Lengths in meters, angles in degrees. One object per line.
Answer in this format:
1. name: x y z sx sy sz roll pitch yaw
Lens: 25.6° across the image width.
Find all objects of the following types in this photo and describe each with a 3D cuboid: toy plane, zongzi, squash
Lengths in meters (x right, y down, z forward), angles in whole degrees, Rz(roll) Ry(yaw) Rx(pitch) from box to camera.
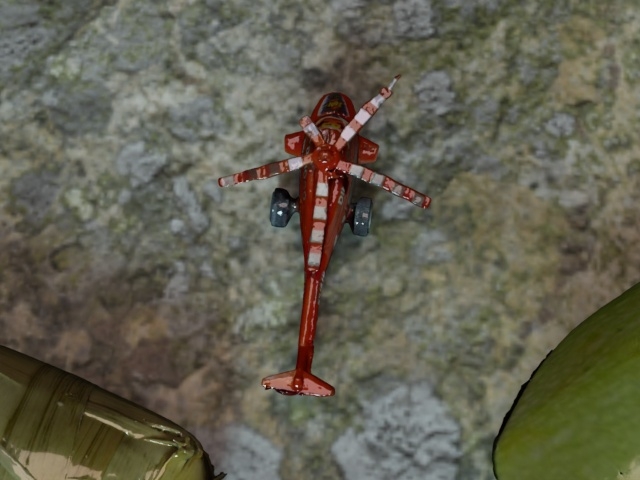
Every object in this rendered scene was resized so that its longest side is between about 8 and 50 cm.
1. toy plane: 0.008 0.000 0.879 0.126 0.077 0.194 -13 76 -2
2. zongzi: -0.178 0.167 0.798 0.194 0.099 0.197 25 77 9
3. squash: 0.203 0.117 0.811 0.155 0.204 0.237 -34 59 21
